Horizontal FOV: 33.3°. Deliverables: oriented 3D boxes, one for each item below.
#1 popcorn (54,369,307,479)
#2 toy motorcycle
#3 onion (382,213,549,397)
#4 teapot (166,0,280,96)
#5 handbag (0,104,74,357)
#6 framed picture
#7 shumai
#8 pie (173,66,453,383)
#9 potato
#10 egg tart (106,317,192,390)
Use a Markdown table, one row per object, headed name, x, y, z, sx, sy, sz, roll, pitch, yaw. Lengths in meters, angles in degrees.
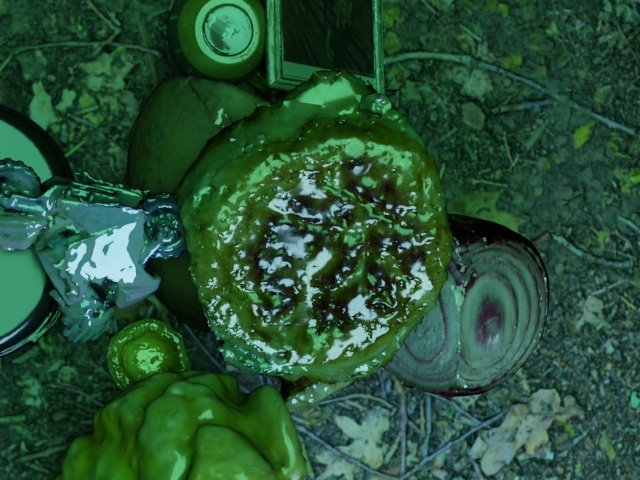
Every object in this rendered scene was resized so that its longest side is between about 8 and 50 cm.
| name | x | y | z | sx | sy | sz | roll | pitch | yaw |
| --- | --- | --- | --- | --- | --- | --- | --- | --- | --- |
| popcorn | -0.147 | 0.313 | 1.174 | 0.293 | 0.292 | 0.334 | -20 | 98 | -12 |
| toy motorcycle | -0.270 | 0.025 | 1.168 | 0.239 | 0.108 | 0.204 | 17 | 107 | -4 |
| onion | 0.156 | 0.068 | 1.323 | 0.207 | 0.206 | 0.216 | -3 | 102 | -43 |
| teapot | -0.113 | -0.240 | 1.304 | 0.130 | 0.119 | 0.166 | -47 | 108 | -6 |
| handbag | -0.406 | -0.008 | 1.230 | 0.253 | 0.093 | 0.308 | 7 | 85 | -16 |
| framed picture | 0.010 | -0.313 | 1.336 | 0.216 | 0.016 | 0.273 | 0 | 88 | -47 |
| shumai | -0.008 | 0.141 | 1.299 | 0.139 | 0.105 | 0.123 | -14 | 99 | 6 |
| pie | 0.000 | 0.000 | 1.153 | 0.288 | 0.103 | 0.355 | -13 | 108 | -7 |
| potato | -0.143 | -0.042 | 1.241 | 0.189 | 0.211 | 0.264 | 26 | 82 | -21 |
| egg tart | -0.210 | 0.146 | 1.300 | 0.105 | 0.039 | 0.105 | 1 | 87 | -15 |
